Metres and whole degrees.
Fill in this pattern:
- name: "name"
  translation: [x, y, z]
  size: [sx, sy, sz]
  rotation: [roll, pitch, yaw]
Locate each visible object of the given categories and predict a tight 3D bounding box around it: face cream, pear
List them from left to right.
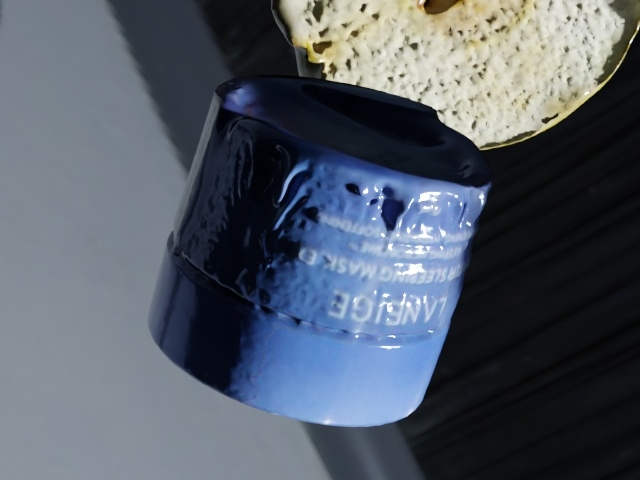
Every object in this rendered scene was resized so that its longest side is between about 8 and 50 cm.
- name: "face cream"
  translation: [0.000, 0.000, 1.611]
  size: [0.249, 0.225, 0.249]
  rotation: [14, 20, -5]
- name: "pear"
  translation: [0.144, -0.266, 1.916]
  size: [0.191, 0.386, 0.340]
  rotation: [-88, 153, -83]
